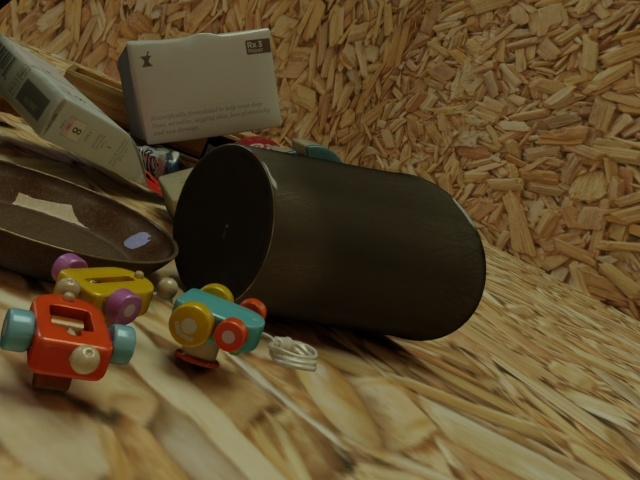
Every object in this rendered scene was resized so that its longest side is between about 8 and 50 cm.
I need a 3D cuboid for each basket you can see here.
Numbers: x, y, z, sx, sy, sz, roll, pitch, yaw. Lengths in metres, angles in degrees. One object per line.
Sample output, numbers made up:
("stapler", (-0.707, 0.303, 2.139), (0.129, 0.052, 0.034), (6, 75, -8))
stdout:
("basket", (0.000, 0.000, 0.618), (0.226, 0.154, 0.204), (10, 19, -44))

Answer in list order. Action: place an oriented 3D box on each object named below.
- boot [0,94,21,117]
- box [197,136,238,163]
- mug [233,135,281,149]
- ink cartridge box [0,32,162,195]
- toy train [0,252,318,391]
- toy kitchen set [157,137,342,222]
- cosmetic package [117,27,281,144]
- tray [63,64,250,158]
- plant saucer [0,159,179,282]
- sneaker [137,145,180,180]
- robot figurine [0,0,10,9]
("boot", (-0.434, -0.169, 0.802), (0.264, 0.096, 0.280), (18, 0, 14))
("box", (-0.098, -0.106, 1.213), (0.180, 0.078, 0.147), (29, 11, 34))
("mug", (-0.080, -0.055, 0.966), (0.169, 0.150, 0.113), (44, -15, 55))
("ink cartridge box", (-0.265, -0.137, 0.840), (0.189, 0.066, 0.232), (39, 9, 35))
("toy train", (-0.090, 0.056, 0.381), (0.166, 0.046, 0.125), (14, 14, -35))
("toy kitchen set", (-0.059, -0.013, 0.818), (0.207, 0.166, 0.122), (-18, 21, -14))
("cosmetic package", (-0.219, -0.257, 1.198), (0.217, 0.156, 0.385), (-11, 15, -14))
("tray", (-0.334, -0.251, 1.491), (0.410, 0.076, 0.203), (19, 10, -20))
("plant saucer", (-0.203, -0.012, 0.513), (0.198, 0.036, 0.198), (23, 8, -3))
("sneaker", (-0.234, -0.105, 0.984), (0.058, 0.052, 0.135), (8, 8, -27))
("robot figurine", (-0.474, -0.326, 0.769), (0.278, 0.209, 0.173), (19, 12, 7))
